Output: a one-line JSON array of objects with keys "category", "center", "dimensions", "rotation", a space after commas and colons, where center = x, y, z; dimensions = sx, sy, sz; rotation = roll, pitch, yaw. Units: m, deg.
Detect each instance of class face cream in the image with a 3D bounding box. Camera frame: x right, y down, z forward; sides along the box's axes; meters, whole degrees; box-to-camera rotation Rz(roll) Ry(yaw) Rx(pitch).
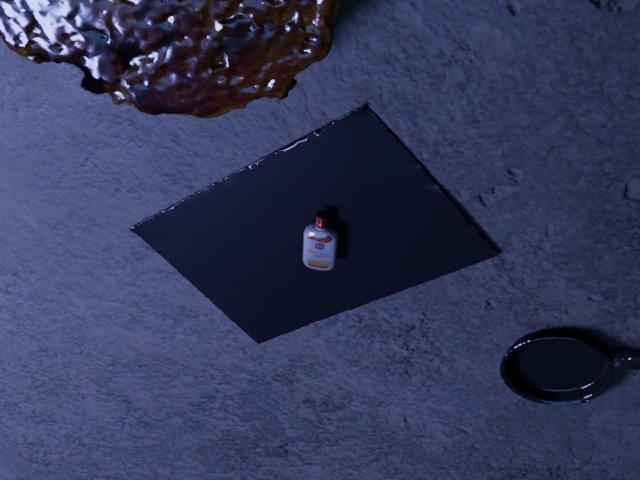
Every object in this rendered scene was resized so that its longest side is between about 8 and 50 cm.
[{"category": "face cream", "center": [0.000, 0.000, 1.130], "dimensions": [0.040, 0.021, 0.083], "rotation": [8, 136, 6]}]

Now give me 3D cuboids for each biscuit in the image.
[{"category": "biscuit", "center": [-0.142, -0.240, 0.888], "dimensions": [0.334, 0.081, 0.289], "rotation": [3, 135, 7]}]

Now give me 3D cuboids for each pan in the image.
[{"category": "pan", "center": [0.332, 0.147, 1.196], "dimensions": [0.235, 0.028, 0.136], "rotation": [-11, 132, 29]}]

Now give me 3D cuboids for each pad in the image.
[{"category": "pad", "center": [-0.016, 0.000, 1.156], "dimensions": [0.367, 0.007, 0.247], "rotation": [-24, 125, 34]}]
